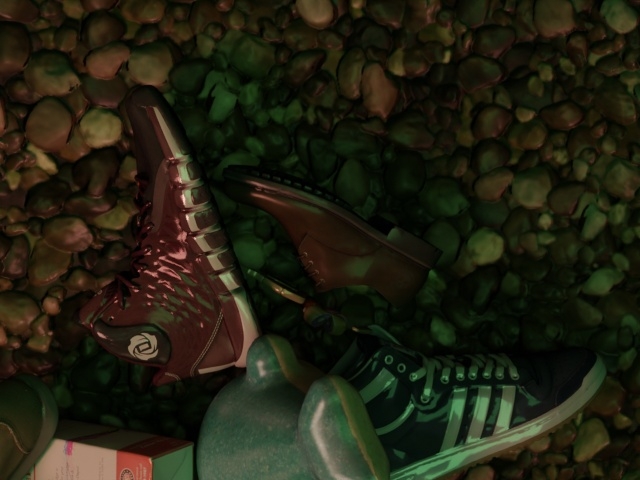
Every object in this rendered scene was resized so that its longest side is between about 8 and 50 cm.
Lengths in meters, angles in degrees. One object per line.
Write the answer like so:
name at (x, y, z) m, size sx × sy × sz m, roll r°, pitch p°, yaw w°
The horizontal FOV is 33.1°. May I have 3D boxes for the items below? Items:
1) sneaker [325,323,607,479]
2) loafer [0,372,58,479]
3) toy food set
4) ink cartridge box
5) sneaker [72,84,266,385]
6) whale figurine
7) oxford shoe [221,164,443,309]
sneaker at (0.133, 0.134, 1.053) m, size 0.282 × 0.099 × 0.153 m, roll -25°, pitch 101°, yaw -3°
loafer at (-0.331, 0.224, 0.964) m, size 0.094 × 0.087 × 0.251 m, roll 37°, pitch 104°, yaw 27°
toy food set at (-0.012, 0.065, 1.033) m, size 0.122 × 0.078 × 0.019 m, roll 29°, pitch 93°, yaw 18°
ink cartridge box at (-0.214, 0.232, 0.995) m, size 0.198 × 0.067 × 0.115 m, roll 4°, pitch 96°, yaw 29°
sneaker at (-0.165, 0.011, 0.991) m, size 0.162 × 0.106 × 0.281 m, roll -21°, pitch 99°, yaw -3°
whale figurine at (-0.028, 0.189, 0.929) m, size 0.141 × 0.272 × 0.216 m, roll -21°, pitch 83°, yaw -18°
oxford shoe at (0.000, 0.000, 1.028) m, size 0.227 × 0.083 × 0.096 m, roll 28°, pitch 95°, yaw -10°
